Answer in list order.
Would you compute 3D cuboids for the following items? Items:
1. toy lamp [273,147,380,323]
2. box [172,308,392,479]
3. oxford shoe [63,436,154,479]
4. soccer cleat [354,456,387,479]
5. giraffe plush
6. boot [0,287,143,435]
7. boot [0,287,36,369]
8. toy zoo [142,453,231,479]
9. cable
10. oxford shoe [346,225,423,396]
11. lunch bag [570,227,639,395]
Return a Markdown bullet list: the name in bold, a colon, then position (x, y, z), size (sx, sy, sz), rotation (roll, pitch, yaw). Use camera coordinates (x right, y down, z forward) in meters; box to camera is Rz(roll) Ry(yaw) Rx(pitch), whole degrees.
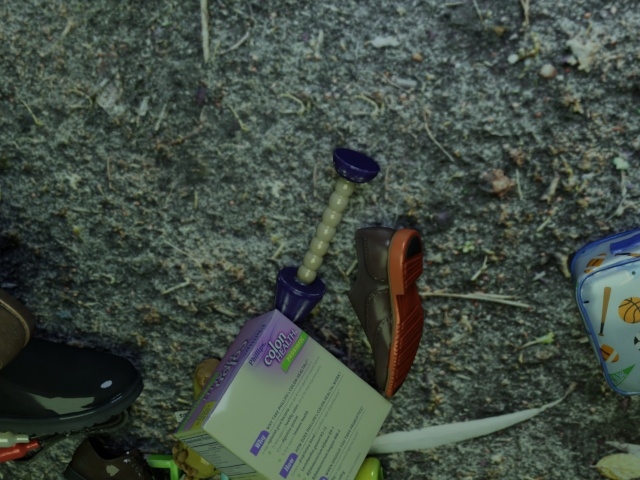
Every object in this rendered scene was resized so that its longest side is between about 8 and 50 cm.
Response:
- **toy lamp**: position (0.000, 0.000, 1.344), size (0.080, 0.080, 0.275), rotation (24, 112, -2)
- **box**: position (-0.052, 0.266, 1.372), size (0.243, 0.214, 0.117), rotation (41, 149, -15)
- **oxford shoe**: position (-0.311, 0.398, 1.532), size (0.227, 0.083, 0.096), rotation (26, 93, 5)
- **soccer cleat**: position (0.040, 0.484, 1.543), size (0.121, 0.093, 0.289), rotation (14, 115, 10)
- **giraffe plush**: position (-0.161, 0.300, 1.448), size (0.210, 0.170, 0.181), rotation (-27, 107, 19)
- **boot**: position (-0.499, 0.079, 1.404), size (0.366, 0.146, 0.445), rotation (-8, 114, 7)
- **boot**: position (-0.545, 0.075, 1.263), size (0.305, 0.115, 0.112), rotation (34, 117, -8)
- **toy zoo**: position (-0.161, 0.463, 1.572), size (0.293, 0.030, 0.192), rotation (1, 98, 9)
- **cable**: position (-0.458, 0.333, 1.566), size (0.287, 0.072, 0.140), rotation (-4, 118, 11)
- **oxford shoe**: position (0.094, 0.104, 1.378), size (0.098, 0.097, 0.272), rotation (11, 112, 26)
- **lunch bag**: position (0.512, 0.076, 1.275), size (0.303, 0.115, 0.243), rotation (-18, 107, 17)
